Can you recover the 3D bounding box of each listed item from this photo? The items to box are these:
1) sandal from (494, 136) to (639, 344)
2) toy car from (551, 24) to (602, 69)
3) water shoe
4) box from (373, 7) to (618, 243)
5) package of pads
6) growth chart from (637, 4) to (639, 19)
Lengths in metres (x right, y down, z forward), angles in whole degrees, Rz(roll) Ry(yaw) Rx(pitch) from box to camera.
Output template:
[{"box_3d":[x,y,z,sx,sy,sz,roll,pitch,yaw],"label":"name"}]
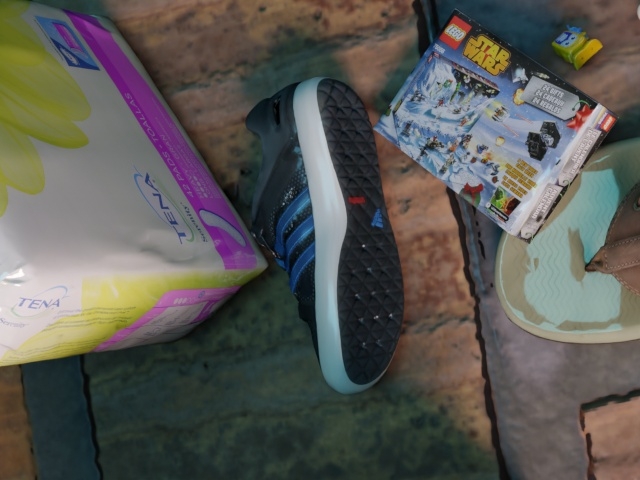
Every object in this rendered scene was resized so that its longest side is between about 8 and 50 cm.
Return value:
[{"box_3d":[0.229,-0.014,1.039,0.303,0.086,0.120,-13,82,33],"label":"sandal"},{"box_3d":[0.167,-0.171,1.111,0.122,0.060,0.040,-55,39,1],"label":"toy car"},{"box_3d":[0.000,0.000,1.157,0.080,0.073,0.203,-14,75,40],"label":"water shoe"},{"box_3d":[0.105,-0.072,1.112,0.137,0.027,0.094,42,101,41],"label":"box"},{"box_3d":[-0.176,-0.037,1.092,0.101,0.296,0.229,-38,74,21],"label":"package of pads"},{"box_3d":[0.302,-0.178,1.079,0.172,0.021,0.237,43,99,19],"label":"growth chart"}]
